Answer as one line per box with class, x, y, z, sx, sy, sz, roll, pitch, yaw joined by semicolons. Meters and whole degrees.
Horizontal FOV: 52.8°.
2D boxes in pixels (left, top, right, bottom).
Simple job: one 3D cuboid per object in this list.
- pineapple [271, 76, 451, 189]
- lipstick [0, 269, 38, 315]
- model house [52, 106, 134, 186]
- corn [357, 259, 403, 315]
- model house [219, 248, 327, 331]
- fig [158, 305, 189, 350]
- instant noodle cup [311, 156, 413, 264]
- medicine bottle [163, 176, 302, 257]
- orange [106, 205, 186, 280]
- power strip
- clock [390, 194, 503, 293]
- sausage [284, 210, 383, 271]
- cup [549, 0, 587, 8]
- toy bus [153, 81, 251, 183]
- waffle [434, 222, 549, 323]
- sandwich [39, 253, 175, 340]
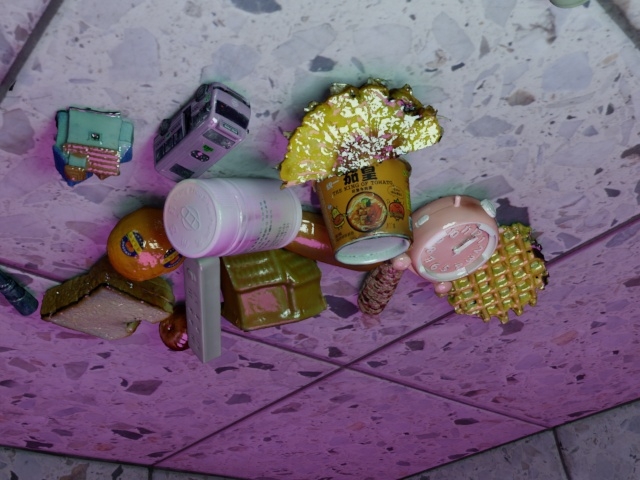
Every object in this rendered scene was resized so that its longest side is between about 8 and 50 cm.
pineapple;0.068;-0.221;1.182;0.334;0.158;0.161;-17;105;9
lipstick;-0.784;0.108;1.591;0.053;0.053;0.234;-10;144;7
model house;-0.422;-0.149;1.177;0.148;0.149;0.119;9;144;-16
corn;0.160;0.112;1.696;0.086;0.086;0.253;4;144;-13
model house;-0.135;0.081;1.566;0.267;0.173;0.239;-12;110;-8
fig;-0.385;0.250;1.795;0.128;0.128;0.150;-4;150;-2
instant noodle cup;0.096;-0.057;1.328;0.215;0.172;0.216;-7;160;-3
medicine bottle;-0.167;-0.048;1.269;0.152;0.152;0.254;-30;167;31
orange;-0.373;0.008;1.398;0.177;0.155;0.177;-31;174;-3
power strip;-0.294;0.153;1.608;0.062;0.091;0.385;-24;139;-32
clock;0.296;-0.017;1.496;0.241;0.142;0.227;-39;135;26
sausage;0.002;-0.005;1.492;0.328;0.112;0.112;17;140;-26
cup;0.355;-0.410;0.941;0.120;0.120;0.141;-19;154;19
toy bus;-0.218;-0.192;1.176;0.199;0.108;0.096;-32;138;34
waffle;0.462;0.093;1.668;0.311;0.060;0.307;25;120;-26
sandwich;-0.533;0.161;1.663;0.273;0.095;0.249;-26;141;29
